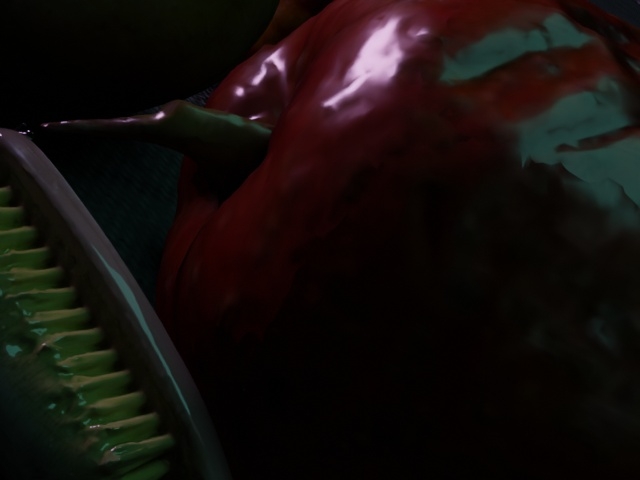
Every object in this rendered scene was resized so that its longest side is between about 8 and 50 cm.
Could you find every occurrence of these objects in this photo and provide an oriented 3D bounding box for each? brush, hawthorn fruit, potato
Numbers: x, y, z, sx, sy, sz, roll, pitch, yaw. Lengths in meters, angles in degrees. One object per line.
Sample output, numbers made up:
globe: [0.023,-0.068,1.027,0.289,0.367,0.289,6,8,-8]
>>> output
brush: [-0.055,0.096,0.566,0.067,0.072,0.313,-20,67,-44]
hawthorn fruit: [0.066,0.026,0.649,0.262,0.258,0.258,67,16,-10]
potato: [-0.100,-0.145,0.820,0.251,0.159,0.174,-53,121,-80]

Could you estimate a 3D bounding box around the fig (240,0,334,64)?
fig: [0.024,-0.123,1.023,0.202,0.148,0.149,38,63,-11]
